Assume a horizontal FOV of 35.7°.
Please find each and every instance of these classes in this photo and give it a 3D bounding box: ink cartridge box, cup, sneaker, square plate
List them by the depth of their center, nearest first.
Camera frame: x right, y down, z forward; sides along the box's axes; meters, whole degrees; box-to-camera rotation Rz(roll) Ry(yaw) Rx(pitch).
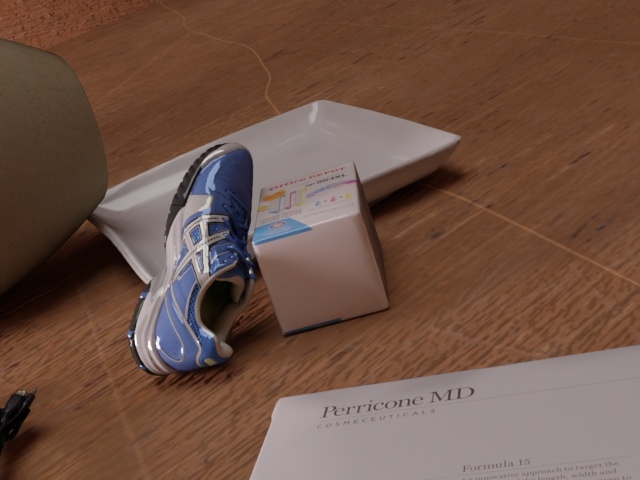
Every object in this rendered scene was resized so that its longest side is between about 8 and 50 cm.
[{"bbox_3d":[-0.084,0.014,0.825,0.081,0.080,0.211,-2,64,33],"label":"sneaker"},{"bbox_3d":[0.000,0.000,0.853,0.092,0.090,0.143,-16,23,6],"label":"ink cartridge box"},{"bbox_3d":[-0.368,-0.086,1.057,0.237,0.331,0.331,-20,21,-26],"label":"cup"},{"bbox_3d":[-0.070,-0.057,1.093,0.347,0.049,0.344,-25,23,-17],"label":"square plate"}]

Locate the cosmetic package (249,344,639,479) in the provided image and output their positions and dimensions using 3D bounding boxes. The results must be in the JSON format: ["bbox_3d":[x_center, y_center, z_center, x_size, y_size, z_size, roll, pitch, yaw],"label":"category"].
[{"bbox_3d":[0.138,0.150,0.391,0.377,0.097,0.284,-11,25,17],"label":"cosmetic package"}]

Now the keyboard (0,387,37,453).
[{"bbox_3d":[-0.306,0.195,0.713,0.201,0.033,0.317,-23,23,5],"label":"keyboard"}]
